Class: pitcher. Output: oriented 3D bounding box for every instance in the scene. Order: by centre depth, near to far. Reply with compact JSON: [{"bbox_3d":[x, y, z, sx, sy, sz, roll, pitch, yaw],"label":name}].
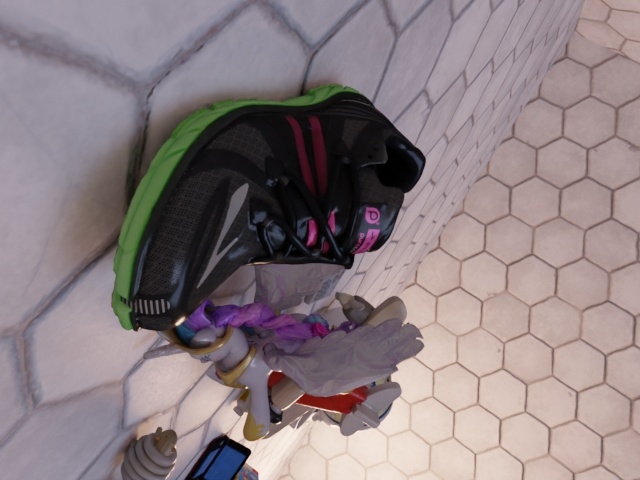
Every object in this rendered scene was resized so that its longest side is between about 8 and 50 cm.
[{"bbox_3d":[0.039,0.600,1.800,0.177,0.125,0.207,-39,174,-1],"label":"pitcher"}]

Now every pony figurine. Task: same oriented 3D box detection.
[{"bbox_3d":[-0.047,0.157,0.797,0.350,0.303,0.364,-25,143,-4],"label":"pony figurine"}]

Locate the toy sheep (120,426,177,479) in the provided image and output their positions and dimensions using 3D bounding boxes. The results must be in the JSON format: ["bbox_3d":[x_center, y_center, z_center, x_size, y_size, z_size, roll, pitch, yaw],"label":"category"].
[{"bbox_3d":[-0.287,0.369,0.850,0.132,0.091,0.091,-51,164,4],"label":"toy sheep"}]

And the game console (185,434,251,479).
[{"bbox_3d":[-0.268,0.596,1.331,0.144,0.085,0.124,-56,164,-1],"label":"game console"}]

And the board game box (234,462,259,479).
[{"bbox_3d":[-0.310,0.875,1.570,0.308,0.086,0.302,-54,-177,-10],"label":"board game box"}]

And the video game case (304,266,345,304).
[{"bbox_3d":[0.027,0.092,1.307,0.143,0.019,0.157,-59,163,14],"label":"video game case"}]

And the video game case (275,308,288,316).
[{"bbox_3d":[0.000,0.000,1.026,0.275,0.035,0.248,-44,160,-33],"label":"video game case"}]

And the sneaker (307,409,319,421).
[{"bbox_3d":[0.015,0.586,2.040,0.341,0.125,0.140,-56,159,-5],"label":"sneaker"}]

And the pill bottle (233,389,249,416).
[{"bbox_3d":[-0.180,0.400,1.274,0.083,0.043,0.043,-45,161,-30],"label":"pill bottle"}]

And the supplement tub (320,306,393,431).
[{"bbox_3d":[0.093,0.384,1.532,0.235,0.235,0.325,-42,134,-38],"label":"supplement tub"}]

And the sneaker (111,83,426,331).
[{"bbox_3d":[-0.019,-0.054,0.575,0.483,0.202,0.185,-39,157,-44],"label":"sneaker"}]

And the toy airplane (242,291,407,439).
[{"bbox_3d":[0.001,0.296,1.184,0.385,0.272,0.385,-13,133,-17],"label":"toy airplane"}]

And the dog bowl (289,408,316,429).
[{"bbox_3d":[-0.045,0.520,1.778,0.265,0.104,0.265,-49,163,-21],"label":"dog bowl"}]
